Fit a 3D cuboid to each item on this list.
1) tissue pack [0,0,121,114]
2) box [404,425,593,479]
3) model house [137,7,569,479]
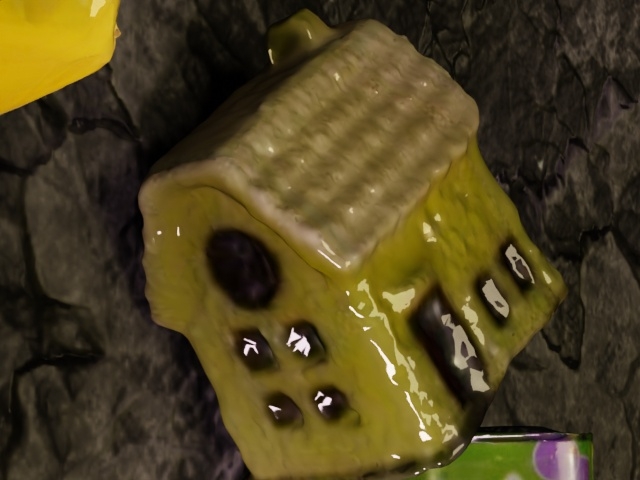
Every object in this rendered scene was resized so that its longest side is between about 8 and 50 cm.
[{"bbox_3d":[-0.298,-0.120,0.542,0.382,0.293,0.228,-5,82,-52],"label":"tissue pack"},{"bbox_3d":[0.111,0.291,1.118,0.097,0.134,0.345,90,1,-81],"label":"box"},{"bbox_3d":[0.000,0.000,1.021,0.234,0.175,0.193,57,44,-14],"label":"model house"}]
